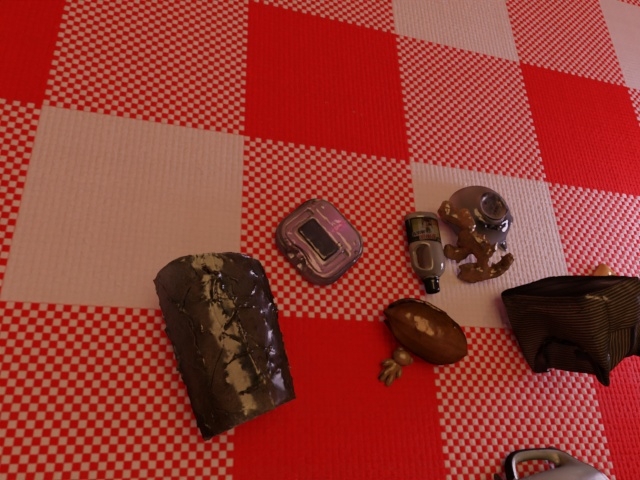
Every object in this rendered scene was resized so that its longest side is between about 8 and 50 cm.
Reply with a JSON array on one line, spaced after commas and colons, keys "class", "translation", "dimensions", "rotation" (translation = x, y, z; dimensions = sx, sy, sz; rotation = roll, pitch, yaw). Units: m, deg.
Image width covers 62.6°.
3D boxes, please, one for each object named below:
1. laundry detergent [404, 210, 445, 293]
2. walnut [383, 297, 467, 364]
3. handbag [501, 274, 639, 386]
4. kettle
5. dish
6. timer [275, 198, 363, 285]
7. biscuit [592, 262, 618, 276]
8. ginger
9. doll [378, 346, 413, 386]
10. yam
[{"class": "laundry detergent", "translation": [0.287, 0.035, 1.424], "dimensions": [0.099, 0.070, 0.226], "rotation": [7, 66, -25]}, {"class": "walnut", "translation": [0.260, 0.223, 1.293], "dimensions": [0.245, 0.137, 0.137], "rotation": [34, 60, -12]}, {"class": "handbag", "translation": [0.656, 0.215, 1.341], "dimensions": [0.247, 0.340, 0.241], "rotation": [-16, 90, -22]}, {"class": "kettle", "translation": [0.535, 0.593, 1.220], "dimensions": [0.255, 0.165, 0.240], "rotation": [-6, 41, -22]}, {"class": "dish", "translation": [0.485, -0.072, 1.530], "dimensions": [0.236, 0.086, 0.228], "rotation": [-23, 76, -26]}, {"class": "timer", "translation": [0.000, 0.000, 1.340], "dimensions": [0.208, 0.069, 0.190], "rotation": [47, 64, 4]}, {"class": "biscuit", "translation": [0.850, 0.194, 1.569], "dimensions": [0.160, 0.030, 0.249], "rotation": [46, 61, 4]}, {"class": "ginger", "translation": [0.401, 0.010, 1.454], "dimensions": [0.149, 0.065, 0.259], "rotation": [-42, 87, 0]}, {"class": "doll", "translation": [0.180, 0.305, 1.275], "dimensions": [0.061, 0.051, 0.093], "rotation": [40, 62, -6]}, {"class": "yam", "translation": [-0.192, 0.211, 1.089], "dimensions": [0.240, 0.241, 0.349], "rotation": [-13, 76, -24]}]
